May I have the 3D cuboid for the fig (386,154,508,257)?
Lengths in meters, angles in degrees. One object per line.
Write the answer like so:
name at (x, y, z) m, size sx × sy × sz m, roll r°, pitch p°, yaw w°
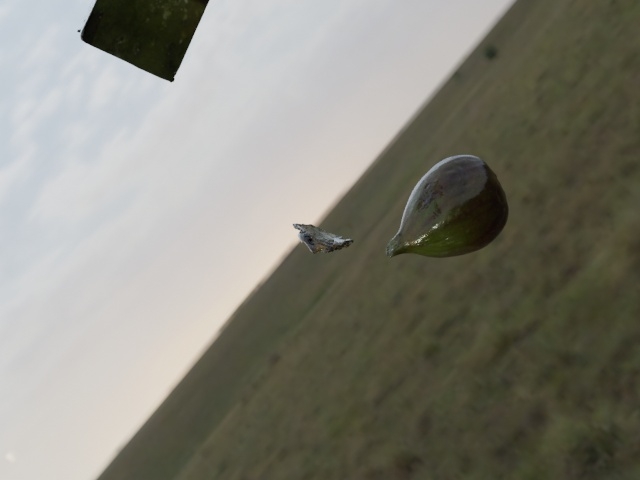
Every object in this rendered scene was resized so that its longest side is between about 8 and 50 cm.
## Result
fig at (0.136, -0.027, 1.534) m, size 0.154 × 0.109 × 0.103 m, roll -26°, pitch -47°, yaw -8°

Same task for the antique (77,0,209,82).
antique at (-0.146, -0.196, 1.120) m, size 0.081 × 0.080 × 0.221 m, roll -63°, pitch 14°, yaw 10°

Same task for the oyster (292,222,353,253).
oyster at (0.001, 0.001, 1.272) m, size 0.083 × 0.054 × 0.019 m, roll -144°, pitch 66°, yaw -74°
